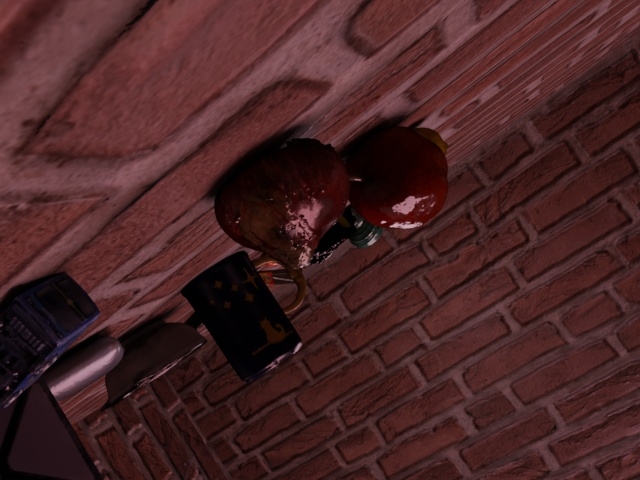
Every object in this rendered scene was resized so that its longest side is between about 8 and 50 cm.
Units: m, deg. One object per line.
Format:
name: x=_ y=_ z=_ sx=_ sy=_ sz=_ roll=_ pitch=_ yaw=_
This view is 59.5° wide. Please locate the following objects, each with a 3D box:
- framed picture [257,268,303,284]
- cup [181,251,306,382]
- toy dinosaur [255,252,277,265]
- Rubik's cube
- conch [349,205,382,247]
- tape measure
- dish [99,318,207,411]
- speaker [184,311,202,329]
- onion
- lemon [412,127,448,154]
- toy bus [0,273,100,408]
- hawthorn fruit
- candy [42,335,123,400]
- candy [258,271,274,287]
framed picture: x=-0.155 y=0.116 z=1.692 sx=0.189 sy=0.023 sz=0.260 roll=-4 pitch=170 yaw=-7
cup: x=-0.138 y=0.152 z=1.272 sx=0.255 sy=0.256 sz=0.178 roll=-35 pitch=176 yaw=-6
toy dinosaur: x=-0.129 y=0.042 z=1.486 sx=0.279 sy=0.055 sz=0.101 roll=-35 pitch=166 yaw=23
Rubik's cube: x=-0.542 y=0.393 z=0.891 sx=0.260 sy=0.255 sz=0.259 roll=-38 pitch=174 yaw=42
conch: x=0.151 y=-0.071 z=1.841 sx=0.202 sy=0.134 sz=0.196 roll=11 pitch=95 yaw=-76
tape measure: x=0.000 y=0.000 z=1.605 sx=0.199 sy=0.112 sz=0.186 roll=-31 pitch=176 yaw=-26
dish: x=-0.435 y=0.288 z=1.415 sx=0.303 sy=0.120 sz=0.303 roll=-34 pitch=175 yaw=-3
speaker: x=-0.412 y=0.270 z=1.860 sx=0.040 sy=0.046 sz=0.191 roll=-32 pitch=175 yaw=-36
onion: x=-0.039 y=-0.037 z=0.714 sx=0.184 sy=0.147 sz=0.184 roll=-20 pitch=169 yaw=-4
lemon: x=0.204 y=-0.179 z=1.183 sx=0.133 sy=0.109 sz=0.109 roll=-26 pitch=177 yaw=12
toy bus: x=-0.347 y=0.122 z=0.656 sx=0.236 sy=0.079 sz=0.094 roll=-37 pitch=-169 yaw=35
hawthorn fruit: x=0.121 y=-0.114 z=0.998 sx=0.189 sy=0.190 sz=0.251 roll=-37 pitch=156 yaw=29
candy: x=-0.471 y=0.253 z=1.099 sx=0.174 sy=0.071 sz=0.138 roll=-32 pitch=175 yaw=-22
candy: x=-0.191 y=0.114 z=1.513 sx=0.122 sy=0.038 sz=0.062 roll=-2 pitch=163 yaw=-46
